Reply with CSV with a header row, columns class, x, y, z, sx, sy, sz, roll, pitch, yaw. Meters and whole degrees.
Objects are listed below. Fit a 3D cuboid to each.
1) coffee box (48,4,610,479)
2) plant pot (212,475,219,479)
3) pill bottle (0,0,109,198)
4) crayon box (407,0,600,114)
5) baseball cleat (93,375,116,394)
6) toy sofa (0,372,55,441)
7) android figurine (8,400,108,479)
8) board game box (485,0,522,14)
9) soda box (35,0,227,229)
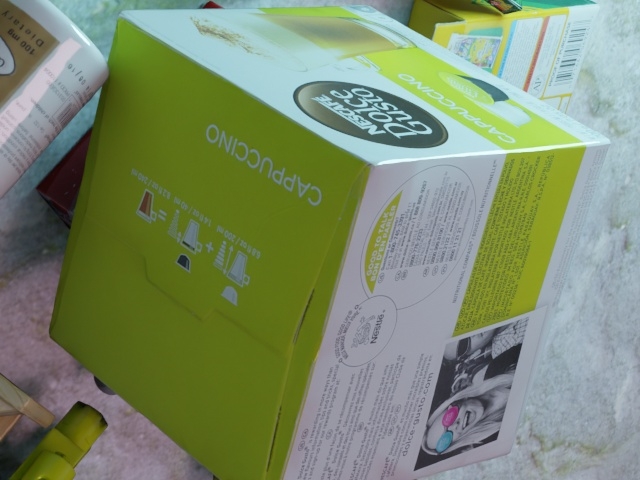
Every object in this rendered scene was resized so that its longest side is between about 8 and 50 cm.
class,x,y,z,sx,sy,sz,roll,pitch,yaw
coffee box,0.000,0.000,1.641,0.334,0.337,0.338,-8,122,-45
plant pot,0.013,0.215,2.108,0.293,0.275,0.275,-49,149,18
pill bottle,-0.302,-0.104,1.534,0.229,0.131,0.131,-50,145,-11
crayon box,0.184,-0.192,2.118,0.323,0.083,0.203,-13,127,-47
baseball cleat,-0.219,0.062,1.844,0.109,0.072,0.206,8,106,-39
toy sofa,-0.431,0.236,1.659,0.362,0.177,0.150,-51,170,-9
android figurine,-0.317,0.287,1.798,0.273,0.056,0.248,-53,-178,-31
board game box,0.149,-0.349,1.934,0.260,0.030,0.136,22,60,-55
soda box,-0.151,-0.106,1.756,0.263,0.092,0.083,-48,143,-12
